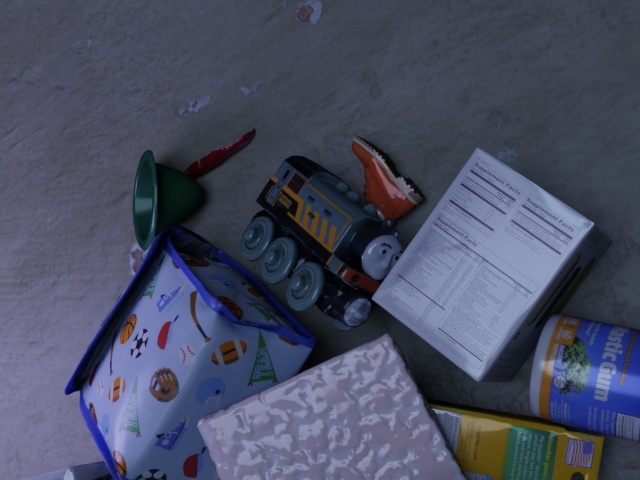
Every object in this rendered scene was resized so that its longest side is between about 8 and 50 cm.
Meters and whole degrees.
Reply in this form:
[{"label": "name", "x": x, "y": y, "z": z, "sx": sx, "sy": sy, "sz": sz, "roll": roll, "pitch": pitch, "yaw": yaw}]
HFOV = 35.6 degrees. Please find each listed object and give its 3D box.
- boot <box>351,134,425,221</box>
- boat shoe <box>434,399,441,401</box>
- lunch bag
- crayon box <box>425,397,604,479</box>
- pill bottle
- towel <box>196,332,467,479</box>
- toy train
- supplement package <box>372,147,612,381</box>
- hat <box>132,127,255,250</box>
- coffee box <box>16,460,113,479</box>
[{"label": "boot", "x": 0.088, "y": -0.098, "z": 1.608, "sx": 0.084, "sy": 0.059, "sz": 0.158, "roll": -44, "pitch": 70, "yaw": 17}, {"label": "boat shoe", "x": 0.124, "y": 0.278, "z": 1.537, "sx": 0.190, "sy": 0.068, "sz": 0.072, "roll": 10, "pitch": 98, "yaw": 24}, {"label": "lunch bag", "x": -0.236, "y": 0.178, "z": 1.596, "sx": 0.327, "sy": 0.239, "sz": 0.385, "roll": -58, "pitch": 34, "yaw": 8}, {"label": "crayon box", "x": 0.226, "y": 0.347, "z": 1.438, "sx": 0.323, "sy": 0.083, "sz": 0.203, "roll": 9, "pitch": 89, "yaw": 9}, {"label": "pill bottle", "x": 0.436, "y": 0.198, "z": 1.362, "sx": 0.272, "sy": 0.152, "sz": 0.152, "roll": 10, "pitch": 87, "yaw": 24}, {"label": "towel", "x": 0.032, "y": 0.337, "z": 1.397, "sx": 0.317, "sy": 0.053, "sz": 0.331, "roll": -26, "pitch": 86, "yaw": 5}, {"label": "toy train", "x": 0.000, "y": 0.000, "z": 1.541, "sx": 0.190, "sy": 0.142, "sz": 0.334, "roll": -58, "pitch": 37, "yaw": 7}, {"label": "supplement package", "x": 0.252, "y": 0.042, "z": 1.437, "sx": 0.198, "sy": 0.199, "sz": 0.262, "roll": 37, "pitch": 98, "yaw": 23}, {"label": "hat", "x": -0.220, "y": -0.075, "z": 1.753, "sx": 0.208, "sy": 0.184, "sz": 0.173, "roll": 128, "pitch": 137, "yaw": -56}, {"label": "coffee box", "x": -0.405, "y": 0.541, "z": 1.579, "sx": 0.338, "sy": 0.334, "sz": 0.338, "roll": -17, "pitch": 78, "yaw": 19}]
